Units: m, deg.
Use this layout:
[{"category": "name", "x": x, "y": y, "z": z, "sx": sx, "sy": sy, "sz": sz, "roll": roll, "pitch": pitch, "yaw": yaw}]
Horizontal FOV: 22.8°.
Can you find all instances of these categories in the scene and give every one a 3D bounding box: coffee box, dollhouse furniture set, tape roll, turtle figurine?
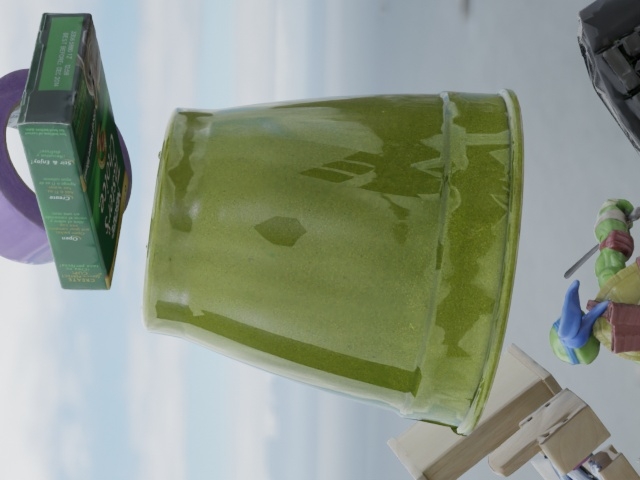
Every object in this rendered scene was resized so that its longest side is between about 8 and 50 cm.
[{"category": "coffee box", "x": -0.174, "y": -0.061, "z": 1.139, "sx": 0.184, "sy": 0.040, "sz": 0.113, "roll": 87, "pitch": -175, "yaw": -50}, {"category": "dollhouse furniture set", "x": 0.269, "y": 0.321, "z": 1.867, "sx": 0.303, "sy": 0.198, "sz": 0.286, "roll": 52, "pitch": 178, "yaw": -17}, {"category": "tape roll", "x": -0.291, "y": -0.076, "z": 1.628, "sx": 0.080, "sy": 0.189, "sz": 0.189, "roll": -29, "pitch": 49, "yaw": 40}, {"category": "turtle figurine", "x": 0.350, "y": 0.043, "z": 1.492, "sx": 0.274, "sy": 0.266, "sz": 0.198, "roll": 43, "pitch": -152, "yaw": -53}]

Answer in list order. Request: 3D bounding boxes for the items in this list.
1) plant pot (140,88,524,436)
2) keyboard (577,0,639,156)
[{"category": "plant pot", "x": 0.000, "y": 0.000, "z": 1.653, "sx": 0.366, "sy": 0.353, "sz": 0.366, "roll": -172, "pitch": 90, "yaw": -86}, {"category": "keyboard", "x": 0.295, "y": -0.104, "z": 0.779, "sx": 0.201, "sy": 0.317, "sz": 0.033, "roll": 56, "pitch": 168, "yaw": 3}]
